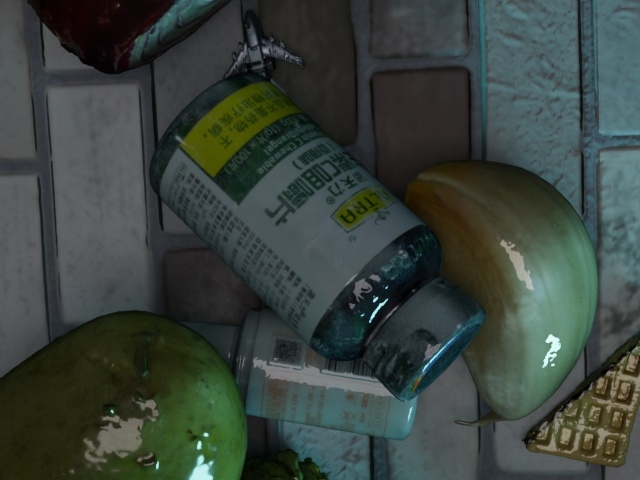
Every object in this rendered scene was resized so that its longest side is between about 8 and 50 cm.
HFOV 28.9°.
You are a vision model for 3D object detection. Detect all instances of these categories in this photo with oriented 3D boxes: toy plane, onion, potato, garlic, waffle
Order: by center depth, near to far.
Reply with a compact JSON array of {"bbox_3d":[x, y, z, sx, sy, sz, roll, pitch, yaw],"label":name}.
[{"bbox_3d":[-0.162,-0.263,1.018,0.207,0.216,0.206,-37,91,14],"label":"onion"},{"bbox_3d":[-0.194,0.213,1.042,0.359,0.219,0.270,-41,133,23],"label":"potato"},{"bbox_3d":[0.160,0.042,1.082,0.164,0.145,0.245,-15,98,24],"label":"garlic"},{"bbox_3d":[-0.055,-0.166,1.112,0.078,0.031,0.083,-11,99,17],"label":"toy plane"},{"bbox_3d":[0.251,0.131,1.138,0.097,0.023,0.153,14,99,0],"label":"waffle"}]

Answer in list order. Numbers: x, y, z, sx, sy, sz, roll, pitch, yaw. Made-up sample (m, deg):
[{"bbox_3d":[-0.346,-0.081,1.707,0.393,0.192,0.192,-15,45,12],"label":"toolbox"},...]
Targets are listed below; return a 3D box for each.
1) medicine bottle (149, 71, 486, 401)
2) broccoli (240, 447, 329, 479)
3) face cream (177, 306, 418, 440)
[{"bbox_3d":[0.000,0.000,1.037,0.293,0.141,0.141,44,98,15],"label":"medicine bottle"},{"bbox_3d":[0.006,0.305,1.105,0.254,0.186,0.302,37,100,38],"label":"broccoli"},{"bbox_3d":[-0.037,0.111,1.112,0.251,0.101,0.101,9,98,2],"label":"face cream"}]
